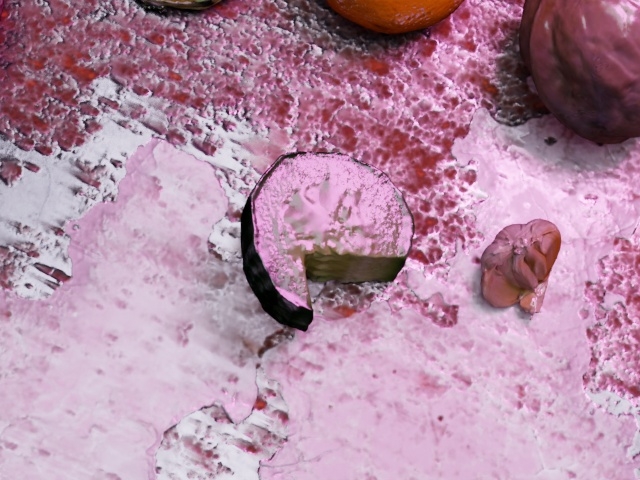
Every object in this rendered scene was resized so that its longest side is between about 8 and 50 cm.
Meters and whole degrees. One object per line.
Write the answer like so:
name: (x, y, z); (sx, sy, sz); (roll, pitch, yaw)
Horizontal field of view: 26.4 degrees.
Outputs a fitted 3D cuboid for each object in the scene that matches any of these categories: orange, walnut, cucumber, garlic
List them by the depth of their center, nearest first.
cucumber: (-0.001, -0.010, 1.502); (0.191, 0.130, 0.191); (1, 81, -9)
walnut: (0.319, -0.219, 1.507); (0.224, 0.224, 0.224); (1, 78, -3)
garlic: (0.220, 0.022, 1.525); (0.113, 0.094, 0.074); (-50, 44, -6)
orange: (0.087, -0.350, 1.550); (0.224, 0.170, 0.224); (1, 78, -4)

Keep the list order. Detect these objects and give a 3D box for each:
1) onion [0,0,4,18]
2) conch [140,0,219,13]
onion: (-0.455, -0.262, 1.530); (0.227, 0.120, 0.283); (-24, 77, -9)
conch: (-0.144, -0.316, 1.582); (0.200, 0.079, 0.095); (-11, 91, 12)
